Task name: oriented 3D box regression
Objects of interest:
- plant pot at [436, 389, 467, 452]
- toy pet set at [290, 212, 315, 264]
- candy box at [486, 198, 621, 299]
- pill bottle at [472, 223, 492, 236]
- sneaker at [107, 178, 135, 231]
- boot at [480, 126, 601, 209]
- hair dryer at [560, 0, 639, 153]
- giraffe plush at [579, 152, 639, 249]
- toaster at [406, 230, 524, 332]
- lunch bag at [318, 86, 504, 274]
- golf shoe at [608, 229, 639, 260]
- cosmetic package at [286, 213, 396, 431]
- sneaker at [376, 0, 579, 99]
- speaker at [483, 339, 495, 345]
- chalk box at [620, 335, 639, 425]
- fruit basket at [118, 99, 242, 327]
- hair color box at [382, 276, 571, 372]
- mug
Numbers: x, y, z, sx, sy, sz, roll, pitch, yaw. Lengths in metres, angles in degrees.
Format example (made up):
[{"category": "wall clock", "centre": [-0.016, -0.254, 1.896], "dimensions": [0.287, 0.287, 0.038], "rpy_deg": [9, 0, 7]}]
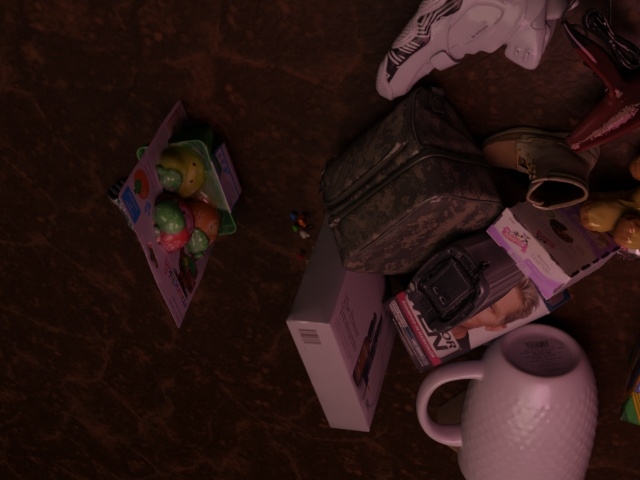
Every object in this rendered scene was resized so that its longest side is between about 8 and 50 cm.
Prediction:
[{"category": "plant pot", "centre": [0.334, 0.432, 2.203], "dimensions": [0.109, 0.096, 0.109], "rpy_deg": [38, 133, -8]}, {"category": "toy pet set", "centre": [0.000, 0.000, 2.033], "dimensions": [0.114, 0.065, 0.122], "rpy_deg": [36, 144, 46]}, {"category": "candy box", "centre": [0.416, -0.003, 1.687], "dimensions": [0.164, 0.196, 0.070], "rpy_deg": [52, 134, 17]}, {"category": "pill bottle", "centre": [0.271, -0.049, 1.842], "dimensions": [0.120, 0.067, 0.067], "rpy_deg": [44, 132, -15]}, {"category": "sneaker", "centre": [-0.388, -0.052, 2.095], "dimensions": [0.223, 0.083, 0.098], "rpy_deg": [45, 165, 45]}, {"category": "boot", "centre": [0.372, -0.125, 1.661], "dimensions": [0.213, 0.165, 0.077], "rpy_deg": [3, 129, 23]}, {"category": "hair dryer", "centre": [0.470, -0.270, 1.532], "dimensions": [0.224, 0.080, 0.293], "rpy_deg": [10, 122, -2]}, {"category": "giraffe plush", "centre": [0.573, -0.081, 1.626], "dimensions": [0.210, 0.181, 0.170], "rpy_deg": [23, 113, 20]}, {"category": "toaster", "centre": [0.274, 0.065, 1.726], "dimensions": [0.129, 0.146, 0.227], "rpy_deg": [56, 141, 15]}, {"category": "lunch bag", "centre": [0.147, -0.106, 1.743], "dimensions": [0.213, 0.255, 0.305], "rpy_deg": [8, 147, -39]}, {"category": "golf shoe", "centre": [0.585, 0.002, 1.752], "dimensions": [0.186, 0.067, 0.085], "rpy_deg": [27, 94, 16]}, {"category": "cosmetic package", "centre": [0.057, 0.169, 1.936], "dimensions": [0.098, 0.284, 0.377], "rpy_deg": [2, 139, 19]}, {"category": "sneaker", "centre": [0.249, -0.330, 1.561], "dimensions": [0.210, 0.137, 0.366], "rpy_deg": [35, 131, -2]}, {"category": "speaker", "centre": [0.368, 0.159, 1.984], "dimensions": [0.055, 0.055, 0.136], "rpy_deg": [26, 134, 2]}, {"category": "chalk box", "centre": [0.702, 0.214, 1.787], "dimensions": [0.180, 0.179, 0.288], "rpy_deg": [16, 133, 12]}, {"category": "fruit basket", "centre": [-0.273, -0.060, 1.894], "dimensions": [0.166, 0.353, 0.327], "rpy_deg": [-9, 124, 13]}, {"category": "hair color box", "centre": [0.304, 0.120, 1.902], "dimensions": [0.347, 0.105, 0.173], "rpy_deg": [-34, 82, 40]}, {"category": "mug", "centre": [0.386, 0.346, 1.964], "dimensions": [0.374, 0.276, 0.328], "rpy_deg": [2, 126, 3]}]
